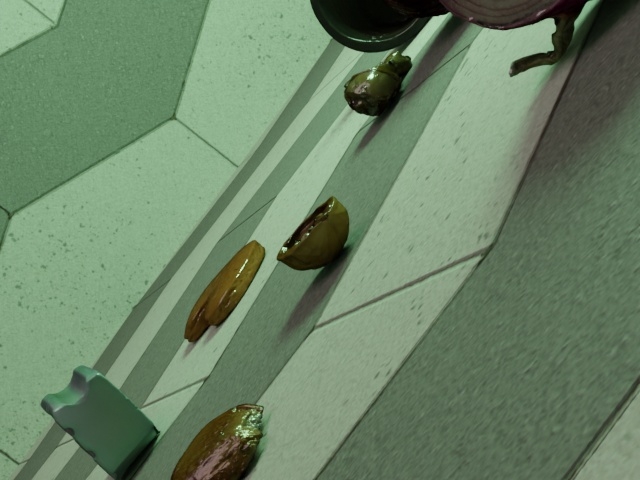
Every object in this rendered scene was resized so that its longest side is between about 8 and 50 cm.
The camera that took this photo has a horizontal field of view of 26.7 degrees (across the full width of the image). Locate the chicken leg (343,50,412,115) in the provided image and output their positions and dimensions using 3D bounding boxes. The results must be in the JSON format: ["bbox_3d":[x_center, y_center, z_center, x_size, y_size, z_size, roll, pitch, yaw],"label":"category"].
[{"bbox_3d":[0.089,-0.240,2.014,0.085,0.069,0.198,-45,4,33],"label":"chicken leg"}]

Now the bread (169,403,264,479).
[{"bbox_3d":[-0.100,0.205,1.256,0.126,0.044,0.129,-48,6,15],"label":"bread"}]

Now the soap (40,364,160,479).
[{"bbox_3d":[-0.297,0.243,1.822,0.091,0.145,0.230,-45,12,-13],"label":"soap"}]

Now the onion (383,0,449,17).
[{"bbox_3d":[0.162,-0.425,1.981,0.206,0.216,0.207,31,-122,-69],"label":"onion"}]

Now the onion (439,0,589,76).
[{"bbox_3d":[0.209,-0.283,1.219,0.200,0.200,0.207,-58,-2,-34],"label":"onion"}]

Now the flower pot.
[{"bbox_3d":[0.109,-0.443,2.348,0.235,0.235,0.148,-49,-11,17],"label":"flower pot"}]

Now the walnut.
[{"bbox_3d":[0.000,0.000,1.532,0.091,0.052,0.121,-54,11,-24],"label":"walnut"}]

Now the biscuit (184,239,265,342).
[{"bbox_3d":[-0.157,0.088,2.059,0.192,0.036,0.186,-47,12,37],"label":"biscuit"}]
